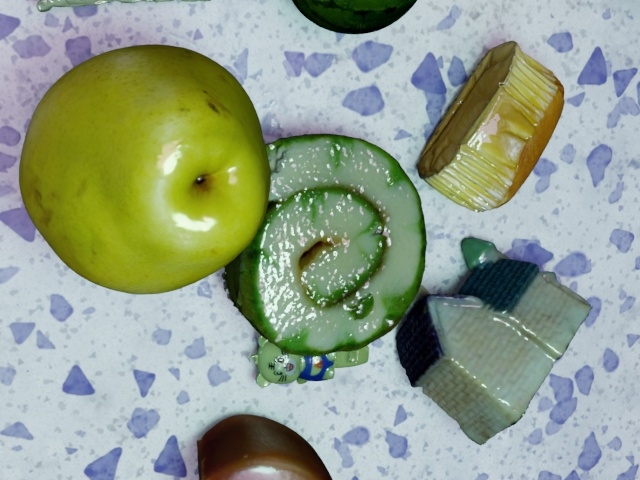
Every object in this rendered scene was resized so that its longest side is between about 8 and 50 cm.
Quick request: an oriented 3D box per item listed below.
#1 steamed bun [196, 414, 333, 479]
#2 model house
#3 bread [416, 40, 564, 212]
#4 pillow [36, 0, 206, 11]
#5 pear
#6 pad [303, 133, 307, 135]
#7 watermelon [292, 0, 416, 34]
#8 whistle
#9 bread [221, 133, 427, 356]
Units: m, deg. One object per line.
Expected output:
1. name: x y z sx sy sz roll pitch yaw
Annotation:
1. steamed bun: -0.081 0.504 1.502 0.248 0.235 0.380 -6 102 -11
2. model house: 0.294 0.161 1.574 0.284 0.243 0.298 40 60 4
3. bread: 0.309 -0.191 1.499 0.156 0.204 0.288 30 87 -16
4. pillow: -0.310 -0.498 1.310 0.280 0.076 0.275 -10 107 -21
5. pear: -0.245 -0.101 1.235 0.362 0.418 0.363 -7 101 -35
6. pad: 0.006 -0.088 1.529 0.113 0.006 0.188 8 99 -19
7. watermelon: 0.053 -0.445 1.348 0.242 0.242 0.242 -4 102 -17
8. whistle: -0.019 0.211 1.542 0.227 0.085 0.105 1 103 -18
9. bread: 0.000 0.000 1.446 0.366 0.129 0.382 -40 106 -16
